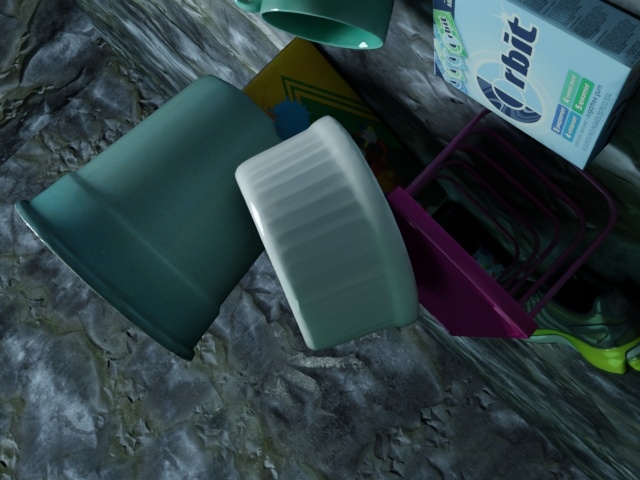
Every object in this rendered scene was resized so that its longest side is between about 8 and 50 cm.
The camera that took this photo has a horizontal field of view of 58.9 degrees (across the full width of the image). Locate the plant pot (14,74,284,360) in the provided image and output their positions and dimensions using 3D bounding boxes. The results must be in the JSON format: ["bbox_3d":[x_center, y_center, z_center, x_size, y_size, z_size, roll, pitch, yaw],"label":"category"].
[{"bbox_3d":[-0.212,-0.054,0.885,0.341,0.334,0.341,40,169,10],"label":"plant pot"}]

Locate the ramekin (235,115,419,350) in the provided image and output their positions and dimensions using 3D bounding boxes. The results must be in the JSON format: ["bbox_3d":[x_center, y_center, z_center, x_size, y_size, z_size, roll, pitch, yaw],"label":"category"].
[{"bbox_3d":[0.000,0.000,0.703,0.277,0.135,0.277,156,90,-84],"label":"ramekin"}]

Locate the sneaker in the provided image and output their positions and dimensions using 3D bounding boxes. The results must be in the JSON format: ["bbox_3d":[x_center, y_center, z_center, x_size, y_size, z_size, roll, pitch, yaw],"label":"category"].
[{"bbox_3d":[0.352,0.087,0.834,0.121,0.111,0.300,57,164,-16],"label":"sneaker"}]

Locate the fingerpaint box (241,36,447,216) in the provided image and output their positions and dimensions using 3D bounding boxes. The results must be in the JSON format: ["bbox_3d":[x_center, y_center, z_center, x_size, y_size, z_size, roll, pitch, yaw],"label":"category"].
[{"bbox_3d":[-0.013,-0.162,1.120,0.371,0.163,0.445,45,171,-13],"label":"fingerpaint box"}]

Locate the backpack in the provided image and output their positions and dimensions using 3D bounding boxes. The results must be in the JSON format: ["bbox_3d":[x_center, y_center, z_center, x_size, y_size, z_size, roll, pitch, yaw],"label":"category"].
[{"bbox_3d":[0.241,0.033,1.020,0.173,0.117,0.158,42,174,-8],"label":"backpack"}]

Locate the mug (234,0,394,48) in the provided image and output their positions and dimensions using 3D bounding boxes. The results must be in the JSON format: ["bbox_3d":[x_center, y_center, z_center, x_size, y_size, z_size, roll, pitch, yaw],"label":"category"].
[{"bbox_3d":[-0.001,-0.261,0.564,0.157,0.098,0.129,10,-171,-20],"label":"mug"}]

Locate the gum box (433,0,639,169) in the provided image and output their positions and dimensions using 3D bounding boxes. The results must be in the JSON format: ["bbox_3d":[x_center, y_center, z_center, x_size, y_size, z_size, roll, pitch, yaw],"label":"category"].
[{"bbox_3d":[0.182,-0.161,0.501,0.184,0.041,0.157,42,173,22],"label":"gum box"}]

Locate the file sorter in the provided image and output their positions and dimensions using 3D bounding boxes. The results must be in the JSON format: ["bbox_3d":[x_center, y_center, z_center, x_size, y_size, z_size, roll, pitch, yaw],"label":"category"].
[{"bbox_3d":[0.195,-0.012,0.727,0.202,0.182,0.291,45,172,5],"label":"file sorter"}]
